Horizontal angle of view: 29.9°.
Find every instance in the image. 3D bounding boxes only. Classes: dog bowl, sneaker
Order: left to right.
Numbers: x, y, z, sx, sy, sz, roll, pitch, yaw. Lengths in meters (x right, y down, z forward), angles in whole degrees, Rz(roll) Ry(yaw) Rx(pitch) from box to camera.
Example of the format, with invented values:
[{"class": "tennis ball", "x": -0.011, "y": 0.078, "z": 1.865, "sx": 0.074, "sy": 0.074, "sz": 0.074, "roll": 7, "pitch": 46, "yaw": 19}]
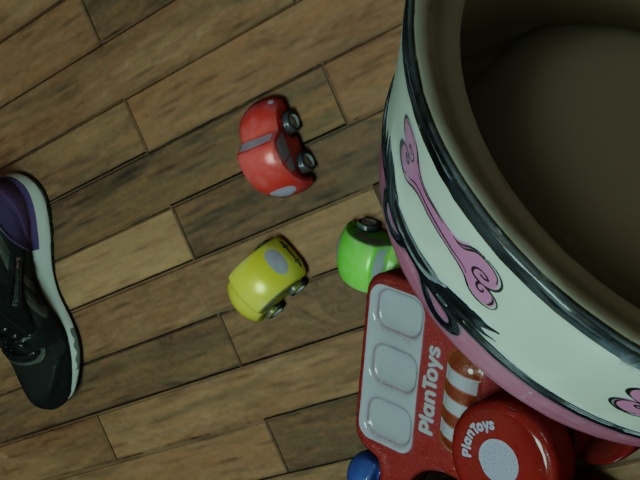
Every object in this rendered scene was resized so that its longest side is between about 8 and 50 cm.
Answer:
[{"class": "sneaker", "x": -0.370, "y": 0.073, "z": 1.378, "sx": 0.107, "sy": 0.124, "sz": 0.283, "roll": -2, "pitch": 105, "yaw": 35}, {"class": "dog bowl", "x": 0.219, "y": -0.047, "z": 0.782, "sx": 0.408, "sy": 0.408, "sz": 0.150, "roll": 47, "pitch": 145, "yaw": 12}]

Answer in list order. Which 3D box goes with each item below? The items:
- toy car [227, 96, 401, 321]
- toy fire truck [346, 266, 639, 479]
[{"class": "toy car", "x": 0.000, "y": 0.000, "z": 1.144, "sx": 0.225, "sy": 0.053, "sz": 0.239, "roll": 20, "pitch": 116, "yaw": 28}, {"class": "toy fire truck", "x": 0.135, "y": 0.194, "z": 1.056, "sx": 0.254, "sy": 0.169, "sz": 0.302, "roll": 22, "pitch": 117, "yaw": 39}]
